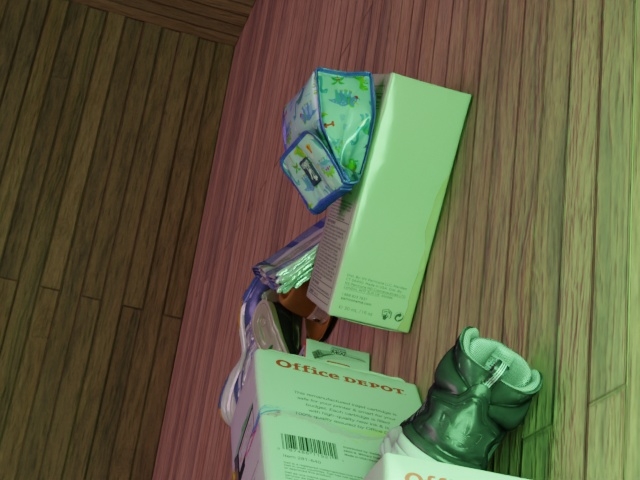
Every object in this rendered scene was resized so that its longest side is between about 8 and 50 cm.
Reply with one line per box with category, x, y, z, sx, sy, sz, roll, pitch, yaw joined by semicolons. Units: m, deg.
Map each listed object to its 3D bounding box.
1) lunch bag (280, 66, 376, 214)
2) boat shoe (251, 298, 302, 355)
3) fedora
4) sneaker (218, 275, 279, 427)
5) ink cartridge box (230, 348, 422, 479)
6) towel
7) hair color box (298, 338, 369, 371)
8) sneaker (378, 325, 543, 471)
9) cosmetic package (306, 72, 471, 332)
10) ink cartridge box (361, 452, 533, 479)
lunch bag;0.009;-0.120;1.529;0.129;0.096;0.151;141;127;-64
boat shoe;-0.050;0.202;2.002;0.084;0.079;0.233;-43;45;38
fedora;-0.018;0.068;1.970;0.194;0.079;0.194;-166;90;-78
sneaker;-0.080;0.188;2.123;0.131;0.112;0.296;-4;74;59
ink cartridge box;0.015;0.249;1.329;0.278;0.201;0.117;-103;30;-65
towel;0.000;0.000;1.797;0.209;0.034;0.285;-36;7;-7
hair color box;0.013;0.218;1.631;0.053;0.093;0.167;117;163;-46
sneaker;0.135;0.167;1.160;0.153;0.101;0.268;-56;-5;-3
cosmetic package;0.082;-0.052;1.583;0.160;0.113;0.309;-147;72;-77
ink cartridge box;0.097;0.315;0.964;0.168;0.171;0.232;118;161;-48
